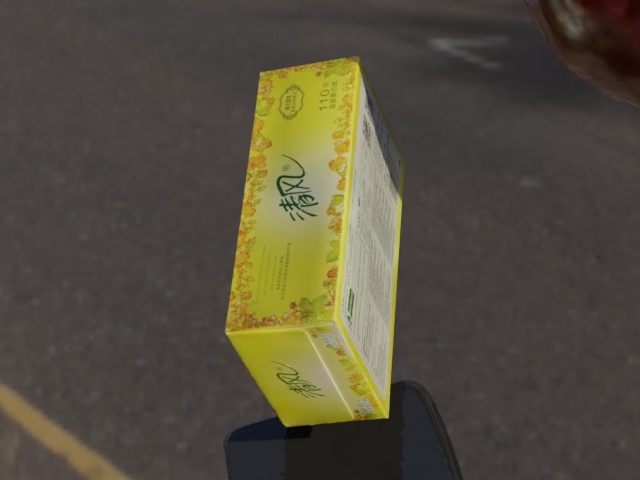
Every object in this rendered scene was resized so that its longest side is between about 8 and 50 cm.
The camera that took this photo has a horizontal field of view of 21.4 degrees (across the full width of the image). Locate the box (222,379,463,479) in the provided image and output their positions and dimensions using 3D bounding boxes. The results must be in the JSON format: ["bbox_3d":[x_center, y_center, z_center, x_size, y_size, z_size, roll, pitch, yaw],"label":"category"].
[{"bbox_3d":[0.018,0.147,0.926,0.125,0.027,0.126,-16,64,-2],"label":"box"}]

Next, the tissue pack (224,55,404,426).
[{"bbox_3d":[0.000,0.000,0.900,0.062,0.095,0.176,-6,53,17],"label":"tissue pack"}]

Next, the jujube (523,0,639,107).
[{"bbox_3d":[0.209,-0.214,0.803,0.223,0.318,0.223,8,24,-3],"label":"jujube"}]
